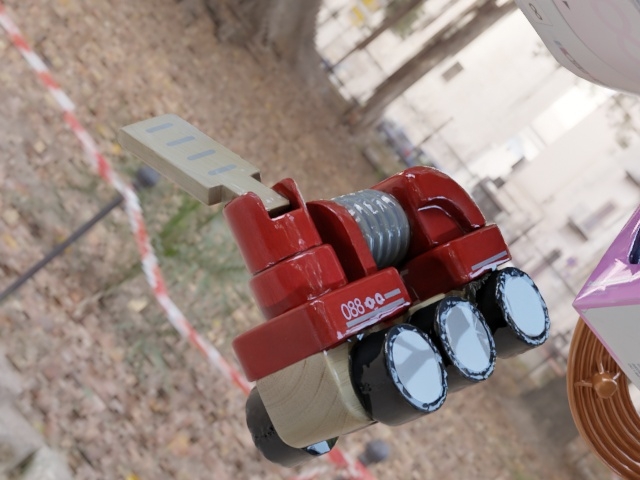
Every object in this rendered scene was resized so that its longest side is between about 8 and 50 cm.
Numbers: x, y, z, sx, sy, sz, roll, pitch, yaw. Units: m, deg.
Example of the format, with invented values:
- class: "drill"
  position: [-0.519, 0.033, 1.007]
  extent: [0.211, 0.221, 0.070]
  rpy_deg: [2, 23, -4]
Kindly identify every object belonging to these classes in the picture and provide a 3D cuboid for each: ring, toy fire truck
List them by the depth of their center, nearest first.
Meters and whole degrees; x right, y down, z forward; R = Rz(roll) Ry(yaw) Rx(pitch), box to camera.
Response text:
- class: "toy fire truck"
  position: [0.000, 0.000, 0.833]
  extent: [0.217, 0.158, 0.246]
  rpy_deg: [-20, 84, -52]
- class: "ring"
  position: [0.404, 0.113, 1.246]
  extent: [0.336, 0.336, 0.032]
  rpy_deg: [49, 6, -25]

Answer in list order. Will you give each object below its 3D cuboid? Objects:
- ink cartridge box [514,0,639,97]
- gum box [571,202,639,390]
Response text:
- class: "ink cartridge box"
  position: [0.220, -0.094, 0.796]
  extent: [0.232, 0.066, 0.189]
  rpy_deg: [54, -4, -19]
- class: "gum box"
  position: [0.187, 0.043, 0.491]
  extent: [0.188, 0.107, 0.062]
  rpy_deg: [49, -29, -19]
